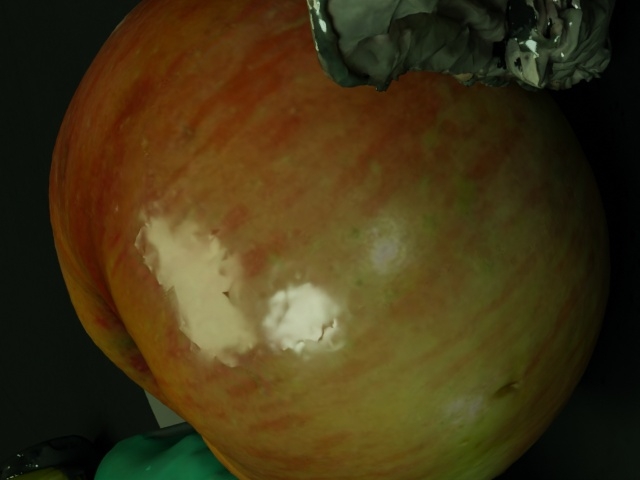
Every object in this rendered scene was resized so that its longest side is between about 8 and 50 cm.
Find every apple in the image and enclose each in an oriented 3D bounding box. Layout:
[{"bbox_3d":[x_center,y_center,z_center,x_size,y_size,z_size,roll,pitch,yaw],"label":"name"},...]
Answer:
[{"bbox_3d":[0.000,0.000,0.683,0.209,0.164,0.209,46,162,20],"label":"apple"}]

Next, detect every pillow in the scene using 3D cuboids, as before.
[{"bbox_3d":[0.043,-0.107,0.539,0.049,0.248,0.135,-11,89,19],"label":"pillow"}]

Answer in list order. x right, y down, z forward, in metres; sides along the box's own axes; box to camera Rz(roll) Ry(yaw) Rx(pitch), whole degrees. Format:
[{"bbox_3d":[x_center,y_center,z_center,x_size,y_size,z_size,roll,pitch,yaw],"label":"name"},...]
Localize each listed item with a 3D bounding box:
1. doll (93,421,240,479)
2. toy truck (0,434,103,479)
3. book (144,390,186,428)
[{"bbox_3d":[0.000,0.145,0.812,0.258,0.153,0.195,-125,37,-46],"label":"doll"},{"bbox_3d":[-0.201,0.227,1.222,0.147,0.165,0.224,65,152,17],"label":"toy truck"},{"bbox_3d":[-0.073,0.028,1.000,0.127,0.014,0.182,-31,81,55],"label":"book"}]
